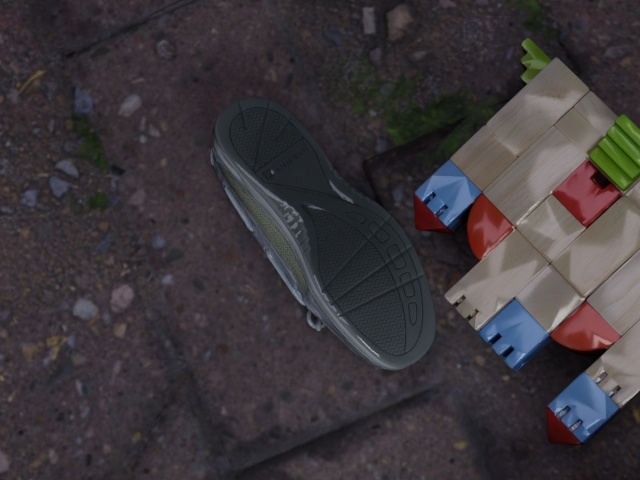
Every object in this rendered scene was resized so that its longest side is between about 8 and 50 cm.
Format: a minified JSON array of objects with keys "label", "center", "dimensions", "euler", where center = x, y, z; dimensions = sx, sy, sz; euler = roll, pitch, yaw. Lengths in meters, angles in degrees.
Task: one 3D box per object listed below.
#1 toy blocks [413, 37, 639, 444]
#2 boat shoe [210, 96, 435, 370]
[{"label":"toy blocks","center":[0.238,0.019,1.519],"dimensions":[0.261,0.191,0.381],"euler":[-43,75,4]},{"label":"boat shoe","center":[-0.003,0.000,1.581],"dimensions":[0.118,0.103,0.320],"euler":[-35,79,-25]}]
